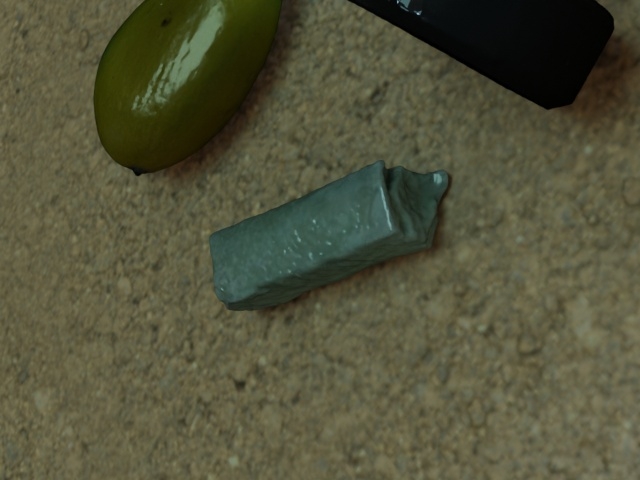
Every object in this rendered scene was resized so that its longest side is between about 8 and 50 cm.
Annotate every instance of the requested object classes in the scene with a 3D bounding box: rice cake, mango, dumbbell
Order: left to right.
[{"bbox_3d":[-0.106,-0.162,1.204,0.237,0.091,0.137,-49,57,19],"label":"mango"},{"bbox_3d":[0.000,0.000,1.078,0.206,0.063,0.069,-19,67,36],"label":"rice cake"},{"bbox_3d":[0.151,-0.269,0.933,0.203,0.203,0.322,36,101,42],"label":"dumbbell"}]
